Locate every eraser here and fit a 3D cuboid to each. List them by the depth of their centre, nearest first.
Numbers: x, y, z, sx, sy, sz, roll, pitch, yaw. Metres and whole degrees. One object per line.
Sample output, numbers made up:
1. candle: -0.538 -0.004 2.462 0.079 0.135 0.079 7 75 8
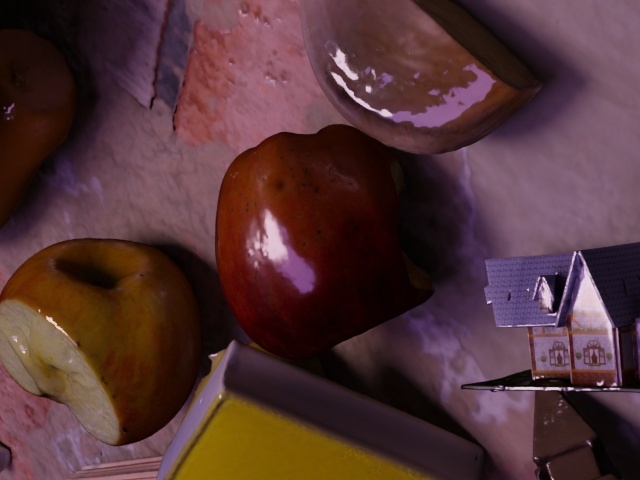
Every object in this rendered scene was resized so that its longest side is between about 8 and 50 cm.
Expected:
1. eraser: -0.006 0.181 1.056 0.226 0.069 0.158 25 131 -10

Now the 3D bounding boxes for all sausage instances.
1. sausage: -0.321 -0.072 1.281 0.112 0.112 0.328 54 139 8

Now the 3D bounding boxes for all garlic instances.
1. garlic: 0.051 -0.121 0.915 0.195 0.087 0.101 43 121 23

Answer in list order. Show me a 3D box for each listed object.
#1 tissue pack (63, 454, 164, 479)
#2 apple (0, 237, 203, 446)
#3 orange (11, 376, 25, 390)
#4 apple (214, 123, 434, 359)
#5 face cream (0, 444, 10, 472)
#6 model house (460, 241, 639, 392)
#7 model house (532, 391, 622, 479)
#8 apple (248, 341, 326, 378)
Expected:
1. tissue pack: -0.118 0.285 1.293 0.325 0.071 0.170 -17 101 48
2. apple: -0.189 0.087 1.191 0.195 0.160 0.173 29 125 32
3. orange: -0.266 0.106 1.333 0.085 0.085 0.095 35 121 25
4. apple: -0.007 0.000 0.989 0.158 0.147 0.156 63 159 -1
5. face cream: -0.411 0.226 1.569 0.130 0.034 0.034 25 127 32
6. model house: 0.177 0.048 0.875 0.167 0.117 0.088 -6 91 46
7. model house: 0.207 0.193 0.906 0.176 0.181 0.248 -22 64 9
8. apple: -0.035 0.121 1.117 0.074 0.089 0.090 -1 110 32
